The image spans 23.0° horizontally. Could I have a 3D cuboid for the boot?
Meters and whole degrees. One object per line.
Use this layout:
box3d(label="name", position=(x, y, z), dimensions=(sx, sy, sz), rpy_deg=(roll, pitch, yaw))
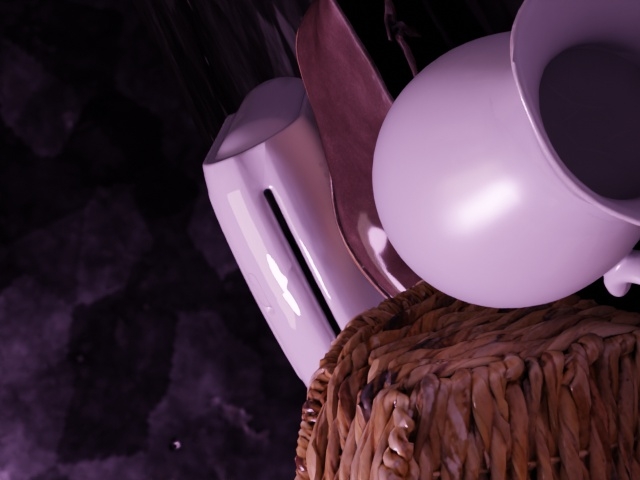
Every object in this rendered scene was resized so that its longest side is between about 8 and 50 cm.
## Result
box3d(label="boot", position=(0.047, -0.061, 1.087), dimensions=(0.207, 0.090, 0.248), rpy_deg=(100, 147, -82))

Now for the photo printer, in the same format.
box3d(label="photo printer", position=(0.000, 0.000, 1.325), dimensions=(0.256, 0.107, 0.307), rpy_deg=(63, -172, -11))

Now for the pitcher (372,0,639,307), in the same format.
box3d(label="pitcher", position=(0.116, -0.019, 0.698), dimensions=(0.178, 0.125, 0.207), rpy_deg=(49, 162, -4))

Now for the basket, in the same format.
box3d(label="basket", position=(0.075, 0.184, 0.894), dimensions=(0.223, 0.213, 0.299), rpy_deg=(-160, 60, -65))
